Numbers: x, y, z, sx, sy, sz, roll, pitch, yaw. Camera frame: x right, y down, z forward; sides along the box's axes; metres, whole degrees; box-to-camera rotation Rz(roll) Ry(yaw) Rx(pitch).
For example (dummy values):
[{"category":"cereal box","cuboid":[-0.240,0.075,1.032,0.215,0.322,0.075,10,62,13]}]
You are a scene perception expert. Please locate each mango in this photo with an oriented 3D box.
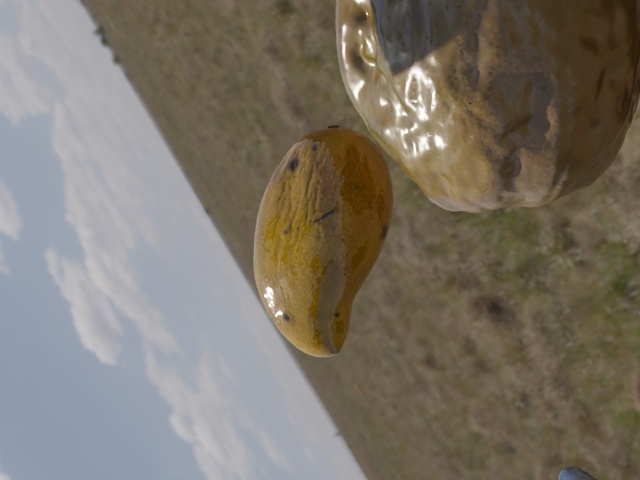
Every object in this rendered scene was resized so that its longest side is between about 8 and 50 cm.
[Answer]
[{"category":"mango","cuboid":[-0.002,-0.002,1.188,0.109,0.157,0.262,16,-96,-66]}]

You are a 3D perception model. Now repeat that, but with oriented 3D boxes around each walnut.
[{"category":"walnut","cuboid":[0.158,-0.206,0.977,0.306,0.306,0.344,-127,30,-61]}]

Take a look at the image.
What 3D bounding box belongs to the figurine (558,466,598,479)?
[{"category":"figurine","cuboid":[0.075,0.164,0.313,0.184,0.208,0.128,49,148,40]}]
